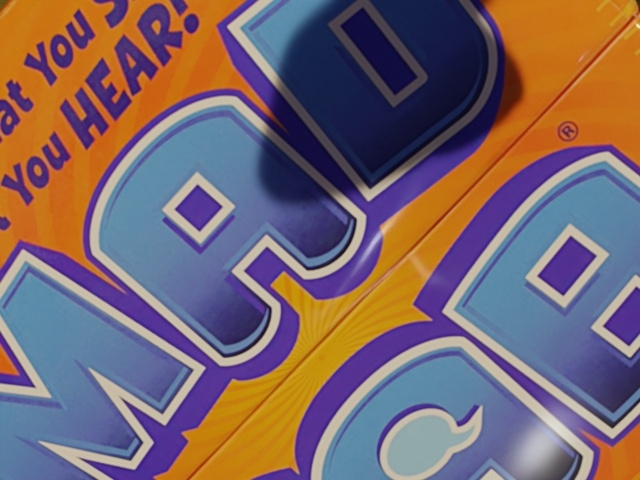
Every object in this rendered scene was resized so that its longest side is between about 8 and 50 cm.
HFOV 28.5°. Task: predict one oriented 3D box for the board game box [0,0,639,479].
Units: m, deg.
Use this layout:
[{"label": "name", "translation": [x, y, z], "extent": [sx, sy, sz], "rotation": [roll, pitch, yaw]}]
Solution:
[{"label": "board game box", "translation": [0.000, 0.000, 0.667], "extent": [0.356, 0.356, 0.356], "rotation": [-46, 9, 10]}]
